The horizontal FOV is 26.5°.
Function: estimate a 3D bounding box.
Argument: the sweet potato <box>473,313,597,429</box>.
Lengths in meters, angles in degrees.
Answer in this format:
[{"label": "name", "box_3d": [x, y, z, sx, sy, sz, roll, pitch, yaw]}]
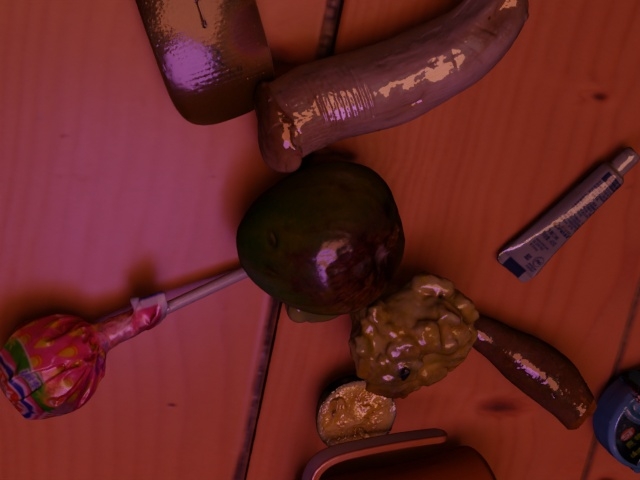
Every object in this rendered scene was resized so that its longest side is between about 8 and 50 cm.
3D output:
[{"label": "sweet potato", "box_3d": [0.266, 0.153, 1.735, 0.244, 0.077, 0.077, 42, 97, -14]}]

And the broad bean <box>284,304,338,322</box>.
[{"label": "broad bean", "box_3d": [-0.003, 0.072, 1.657, 0.083, 0.045, 0.063, -12, 114, -17]}]

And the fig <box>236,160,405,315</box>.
[{"label": "fig", "box_3d": [0.000, 0.000, 1.564, 0.191, 0.181, 0.181, 0, 112, 7]}]

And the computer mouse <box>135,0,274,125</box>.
[{"label": "computer mouse", "box_3d": [-0.132, -0.244, 1.498, 0.126, 0.056, 0.245, -19, 112, -7]}]

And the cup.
[{"label": "cup", "box_3d": [0.090, 0.342, 1.719, 0.264, 0.182, 0.226, -17, 115, -14]}]

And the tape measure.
[{"label": "tape measure", "box_3d": [0.431, 0.241, 1.806, 0.125, 0.081, 0.146, -40, 114, 0]}]

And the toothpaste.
[{"label": "toothpaste", "box_3d": [0.313, -0.036, 1.696, 0.062, 0.037, 0.216, 40, 101, -24]}]

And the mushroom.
[{"label": "mushroom", "box_3d": [0.082, -0.190, 1.542, 0.351, 0.095, 0.122, -29, 121, -7]}]

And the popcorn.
[{"label": "popcorn", "box_3d": [0.105, 0.114, 1.631, 0.173, 0.173, 0.142, -6, 76, -11]}]

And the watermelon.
[{"label": "watermelon", "box_3d": [0.038, 0.211, 1.709, 0.105, 0.062, 0.105, -8, 119, -15]}]

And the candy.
[{"label": "candy", "box_3d": [-0.205, 0.095, 1.599, 0.365, 0.124, 0.124, -24, 114, -13]}]
